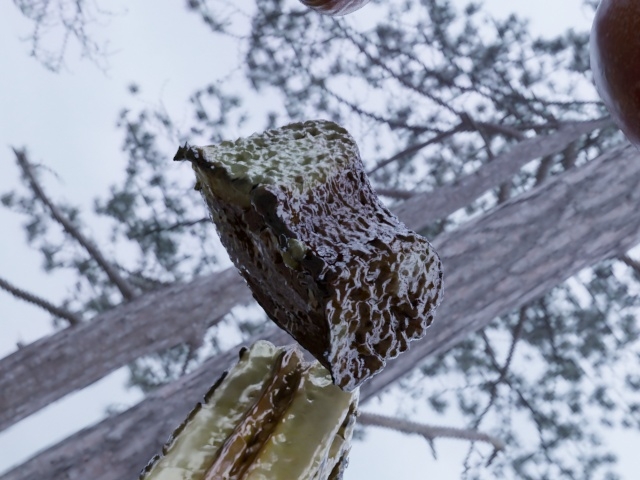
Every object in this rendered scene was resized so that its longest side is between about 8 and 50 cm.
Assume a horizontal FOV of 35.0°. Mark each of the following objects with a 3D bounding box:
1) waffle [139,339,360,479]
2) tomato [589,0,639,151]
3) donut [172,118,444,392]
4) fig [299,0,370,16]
[{"bbox_3d":[-0.095,0.264,0.722,0.114,0.376,0.261,19,-54,15],"label":"waffle"},{"bbox_3d":[0.359,-0.144,0.813,0.227,0.270,0.270,-41,-102,31],"label":"tomato"},{"bbox_3d":[-0.005,-0.003,0.764,0.186,0.126,0.144,43,-28,43],"label":"donut"},{"bbox_3d":[0.018,-0.316,1.118,0.128,0.128,0.150,59,-16,4],"label":"fig"}]
